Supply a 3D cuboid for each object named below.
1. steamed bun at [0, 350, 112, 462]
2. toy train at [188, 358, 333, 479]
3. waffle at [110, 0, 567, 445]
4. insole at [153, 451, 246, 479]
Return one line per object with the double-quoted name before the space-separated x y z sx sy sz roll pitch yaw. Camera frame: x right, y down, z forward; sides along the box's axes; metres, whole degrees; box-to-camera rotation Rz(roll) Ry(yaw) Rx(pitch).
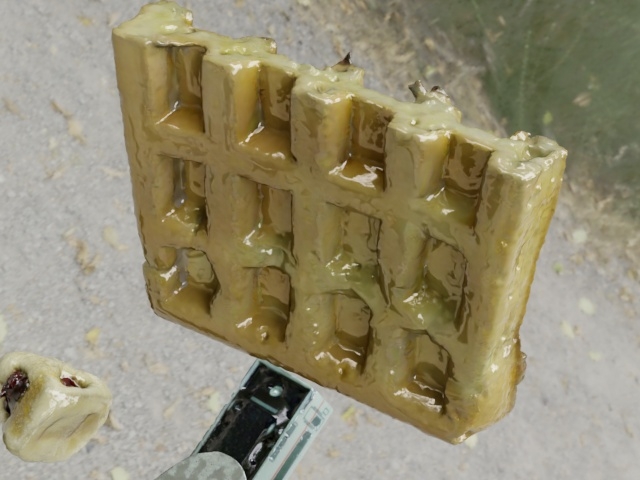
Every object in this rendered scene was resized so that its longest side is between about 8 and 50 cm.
"steamed bun" -0.420 0.235 1.380 0.155 0.141 0.172 42 4 23
"toy train" -0.135 0.318 0.952 0.407 0.086 0.088 -54 146 -15
"waffle" 0.000 -0.001 0.713 0.077 0.348 0.304 -50 153 -43
"insole" -0.122 0.212 0.585 0.065 0.006 0.193 38 76 20
